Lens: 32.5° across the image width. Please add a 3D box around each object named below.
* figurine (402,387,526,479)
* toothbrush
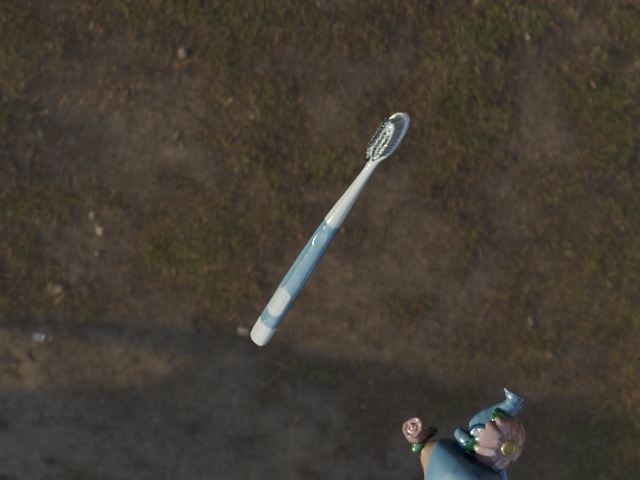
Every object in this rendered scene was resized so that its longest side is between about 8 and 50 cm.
[{"bbox_3d":[0.179,0.256,1.340,0.178,0.144,0.114,-57,145,-4],"label":"figurine"},{"bbox_3d":[0.000,0.000,0.903,0.019,0.025,0.275,41,127,11],"label":"toothbrush"}]
